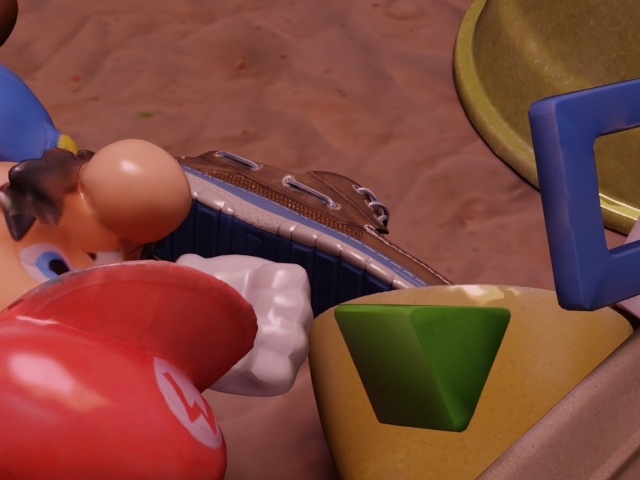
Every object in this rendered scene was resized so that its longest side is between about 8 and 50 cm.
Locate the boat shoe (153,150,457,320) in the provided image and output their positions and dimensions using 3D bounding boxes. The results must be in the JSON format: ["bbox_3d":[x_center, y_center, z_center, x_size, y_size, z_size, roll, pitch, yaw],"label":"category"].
[{"bbox_3d":[0.000,0.000,0.773,0.183,0.066,0.066,27,45,19],"label":"boat shoe"}]

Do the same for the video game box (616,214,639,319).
[{"bbox_3d":[0.247,-0.011,0.725,0.187,0.205,0.048,40,28,30],"label":"video game box"}]

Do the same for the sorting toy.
[{"bbox_3d":[0.103,0.123,0.517,0.196,0.347,0.047,-33,19,-36],"label":"sorting toy"}]

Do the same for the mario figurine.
[{"bbox_3d":[-0.108,-0.032,0.585,0.198,0.170,0.320,-13,46,-26],"label":"mario figurine"}]

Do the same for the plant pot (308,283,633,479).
[{"bbox_3d":[0.060,0.084,0.664,0.134,0.134,0.095,3,69,-5],"label":"plant pot"}]

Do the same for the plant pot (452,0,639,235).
[{"bbox_3d":[0.225,-0.174,0.855,0.276,0.254,0.276,5,44,-4],"label":"plant pot"}]
